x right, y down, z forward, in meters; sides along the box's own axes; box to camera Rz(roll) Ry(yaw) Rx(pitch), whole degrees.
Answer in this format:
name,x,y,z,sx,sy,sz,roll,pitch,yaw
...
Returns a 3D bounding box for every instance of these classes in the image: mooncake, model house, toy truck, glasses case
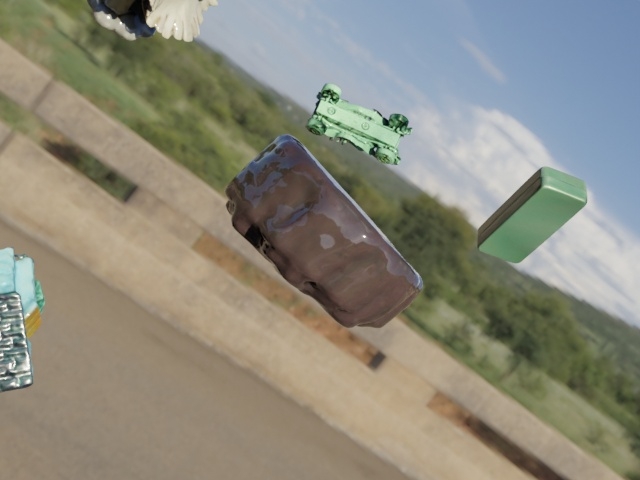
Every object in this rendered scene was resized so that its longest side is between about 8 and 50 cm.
name,x,y,z,sx,sy,sz,roll,pitch,yaw
mooncake,0.000,0.000,1.504,0.283,0.141,0.283,45,5,-5
model house,-0.550,0.171,1.776,0.226,0.261,0.241,100,-24,-55
toy truck,0.054,-0.165,1.727,0.154,0.080,0.078,23,-22,-1
glasses case,0.303,-0.034,1.656,0.077,0.184,0.039,20,53,-16

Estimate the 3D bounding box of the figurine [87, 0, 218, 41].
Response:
name,x,y,z,sx,sy,sz,roll,pitch,yaw
figurine,-0.114,-0.352,1.282,0.207,0.387,0.166,-21,83,-50
